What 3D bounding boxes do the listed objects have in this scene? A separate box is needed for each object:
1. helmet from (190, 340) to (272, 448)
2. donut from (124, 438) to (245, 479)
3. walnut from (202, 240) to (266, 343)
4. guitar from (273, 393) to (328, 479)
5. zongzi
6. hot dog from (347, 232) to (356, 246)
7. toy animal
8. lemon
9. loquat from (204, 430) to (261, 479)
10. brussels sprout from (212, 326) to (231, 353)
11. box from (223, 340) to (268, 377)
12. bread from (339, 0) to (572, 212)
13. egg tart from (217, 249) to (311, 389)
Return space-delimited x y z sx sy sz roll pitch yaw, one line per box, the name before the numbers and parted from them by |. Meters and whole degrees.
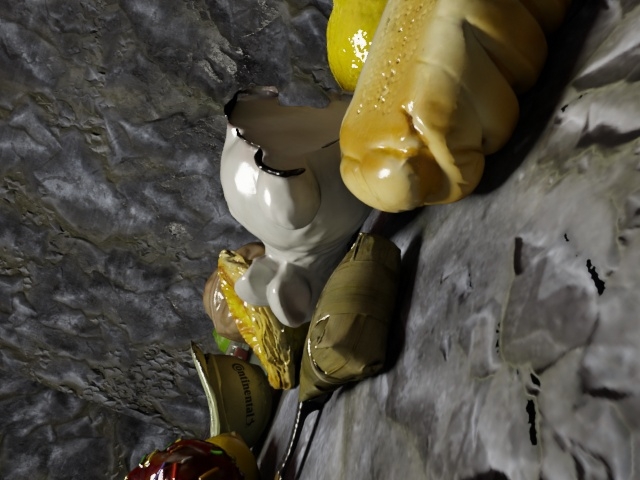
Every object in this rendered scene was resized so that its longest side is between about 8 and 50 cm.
helmet | -0.171 0.313 0.948 0.204 0.137 0.257 136 120 -68
donut | -0.176 0.363 0.570 0.230 0.096 0.216 8 85 40
walnut | -0.153 0.130 1.130 0.227 0.273 0.273 68 -142 -57
guitar | -0.020 0.222 0.593 0.084 0.038 0.271 120 168 -72
zongzi | 0.027 0.090 0.523 0.176 0.078 0.160 117 178 -56
hot dog | 0.000 0.000 0.947 0.162 0.082 0.270 -55 7 -5
toy animal | -0.025 -0.011 0.620 0.258 0.194 0.357 -60 -23 -46
lemon | 0.103 -0.255 0.592 0.231 0.192 0.192 -41 -26 -88
loquat | -0.164 0.388 0.726 0.152 0.152 0.195 -63 -2 30
brussels sprout | -0.244 0.279 1.507 0.244 0.244 0.244 -157 90 -83
box | -0.200 0.337 1.231 0.148 0.129 0.210 126 165 -67
bread | 0.119 -0.168 0.406 0.173 0.121 0.311 32 101 62
egg tart | -0.095 0.134 0.867 0.116 0.294 0.295 -27 -8 -20
